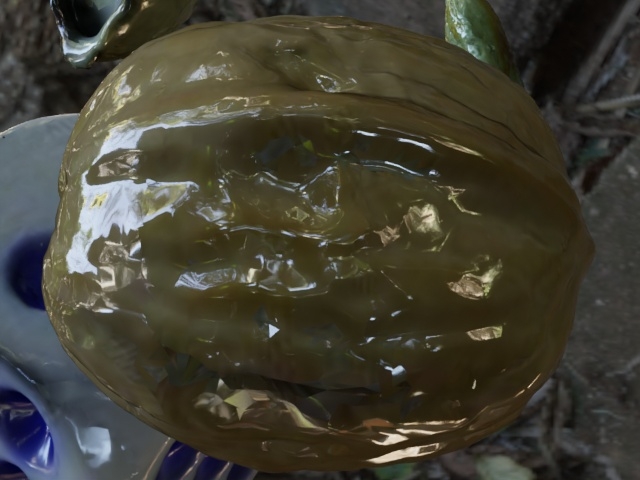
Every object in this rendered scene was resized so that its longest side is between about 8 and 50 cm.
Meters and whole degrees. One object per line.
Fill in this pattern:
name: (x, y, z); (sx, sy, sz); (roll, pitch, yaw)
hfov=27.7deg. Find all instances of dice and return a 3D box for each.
dice: (-0.162, 0.086, 0.933); (0.243, 0.251, 0.259); (33, 135, 15)

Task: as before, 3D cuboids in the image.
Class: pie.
pie: (0.255, -0.273, 2.032); (0.105, 0.274, 0.257); (-15, 40, 15)

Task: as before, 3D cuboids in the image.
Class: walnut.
walnut: (0.000, 0.000, 0.621); (0.261, 0.225, 0.225); (0, 82, 4)

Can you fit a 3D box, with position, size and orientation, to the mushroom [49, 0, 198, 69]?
mushroom: (-0.159, -0.241, 0.732); (0.267, 0.164, 0.189); (30, 135, 20)
